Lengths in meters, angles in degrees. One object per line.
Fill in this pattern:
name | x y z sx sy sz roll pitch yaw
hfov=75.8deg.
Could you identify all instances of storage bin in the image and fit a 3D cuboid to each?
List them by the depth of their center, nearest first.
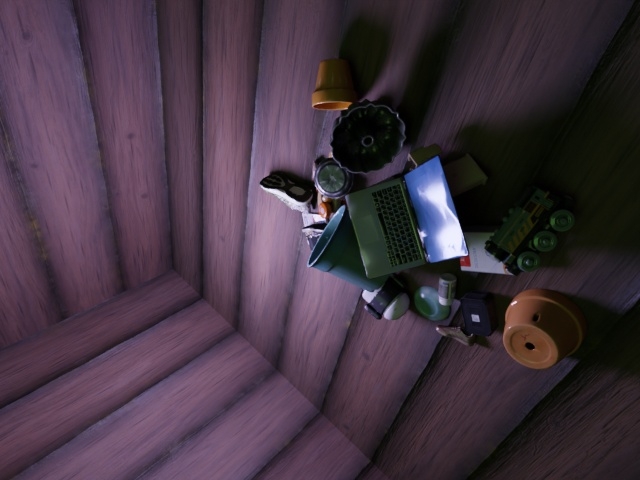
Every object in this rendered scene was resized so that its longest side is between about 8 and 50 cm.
storage bin | 0.706 0.322 1.826 0.122 0.084 0.180 0 111 45

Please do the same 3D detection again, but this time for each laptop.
laptop | 0.317 -0.072 1.623 0.408 0.236 0.382 -17 85 13

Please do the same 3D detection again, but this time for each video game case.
video game case | -0.019 -0.061 2.389 0.183 0.023 0.201 9 117 43

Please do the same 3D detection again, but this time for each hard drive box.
hard drive box | 0.691 0.035 1.673 0.232 0.089 0.181 2 112 45

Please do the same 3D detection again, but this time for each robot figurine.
robot figurine | 0.329 0.283 2.122 0.278 0.173 0.209 42 147 21

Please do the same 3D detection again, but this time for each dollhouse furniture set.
dollhouse furniture set | 0.520 -0.216 1.724 0.303 0.198 0.286 72 174 -61

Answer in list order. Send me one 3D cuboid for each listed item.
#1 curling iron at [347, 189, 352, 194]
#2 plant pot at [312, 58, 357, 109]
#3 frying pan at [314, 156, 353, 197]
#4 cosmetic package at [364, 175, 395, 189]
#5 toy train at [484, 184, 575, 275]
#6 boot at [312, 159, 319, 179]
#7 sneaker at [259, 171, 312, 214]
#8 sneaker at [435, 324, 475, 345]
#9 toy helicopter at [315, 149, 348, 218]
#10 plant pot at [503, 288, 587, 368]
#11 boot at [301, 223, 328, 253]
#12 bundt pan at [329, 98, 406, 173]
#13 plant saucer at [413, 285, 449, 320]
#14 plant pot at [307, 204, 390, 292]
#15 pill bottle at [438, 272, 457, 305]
curling iron | 0.148 -0.257 2.096 0.068 0.035 0.274 -10 104 52
plant pot | 0.062 -0.694 1.828 0.205 0.205 0.188 7 102 43
frying pan | 0.120 -0.313 1.956 0.326 0.053 0.197 -11 99 19
cosmetic package | 0.342 -0.081 1.867 0.385 0.217 0.156 56 139 8
toy train | 0.743 -0.038 1.473 0.190 0.142 0.334 34 109 8
boot | -0.027 -0.376 2.201 0.118 0.042 0.087 141 119 -74
sneaker | -0.202 -0.257 2.388 0.410 0.158 0.182 32 149 36
sneaker | 0.652 0.435 1.974 0.188 0.066 0.071 21 109 30
toy helicopter | 0.048 -0.299 2.094 0.235 0.140 0.355 46 136 45
plant pot | 0.852 0.364 1.610 0.291 0.203 0.291 24 129 34
boot | 0.001 -0.001 2.322 0.236 0.085 0.179 2 114 52
bundt pan | 0.192 -0.458 1.766 0.124 0.330 0.331 -102 22 -46
plant saucer | 0.539 0.321 2.030 0.195 0.037 0.195 24 129 35
plant pot | 0.165 0.060 1.961 0.334 0.341 0.341 30 138 -8
pill bottle | 0.585 0.226 1.897 0.078 0.078 0.137 19 124 38
